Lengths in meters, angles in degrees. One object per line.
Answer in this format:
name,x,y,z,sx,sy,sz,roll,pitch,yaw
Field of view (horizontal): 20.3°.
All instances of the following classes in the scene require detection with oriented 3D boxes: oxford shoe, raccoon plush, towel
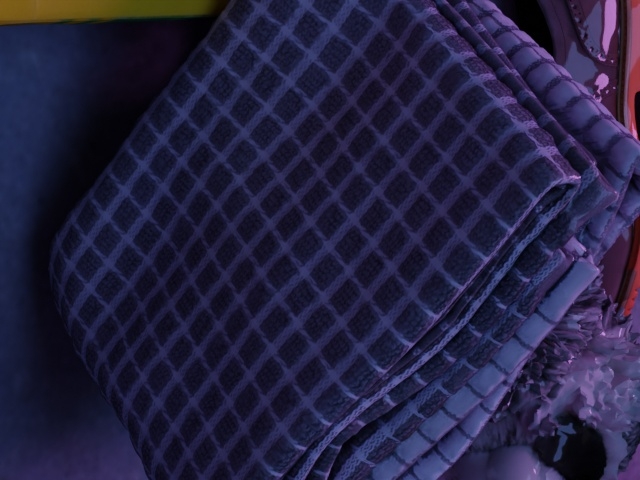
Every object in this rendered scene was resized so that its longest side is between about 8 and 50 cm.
oxford shoe,0.159,-0.053,1.189,0.098,0.097,0.271,-2,95,-21
raccoon plush,0.123,-0.039,1.082,0.299,0.216,0.446,18,85,-50
towel,0.000,0.000,0.880,0.121,0.235,0.284,21,114,-45

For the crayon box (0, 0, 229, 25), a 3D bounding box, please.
crayon box,-0.118,-0.290,0.872,0.313,0.106,0.363,-7,104,-40
